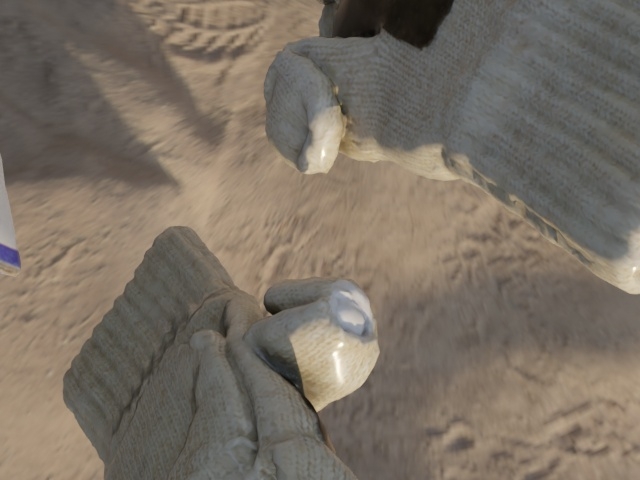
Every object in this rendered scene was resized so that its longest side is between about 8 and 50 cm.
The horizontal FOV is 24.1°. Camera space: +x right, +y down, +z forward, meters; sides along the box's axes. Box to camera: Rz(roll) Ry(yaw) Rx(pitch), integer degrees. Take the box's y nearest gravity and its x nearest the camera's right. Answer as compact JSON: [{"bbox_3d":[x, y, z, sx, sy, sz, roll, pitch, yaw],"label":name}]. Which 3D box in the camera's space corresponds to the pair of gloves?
[{"bbox_3d":[0.000,0.000,0.397,0.042,0.204,0.240,28,106,-28],"label":"pair of gloves"}]

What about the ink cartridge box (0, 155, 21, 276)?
[{"bbox_3d":[-0.175,-0.159,0.280,0.072,0.303,0.307,-14,73,14],"label":"ink cartridge box"}]
